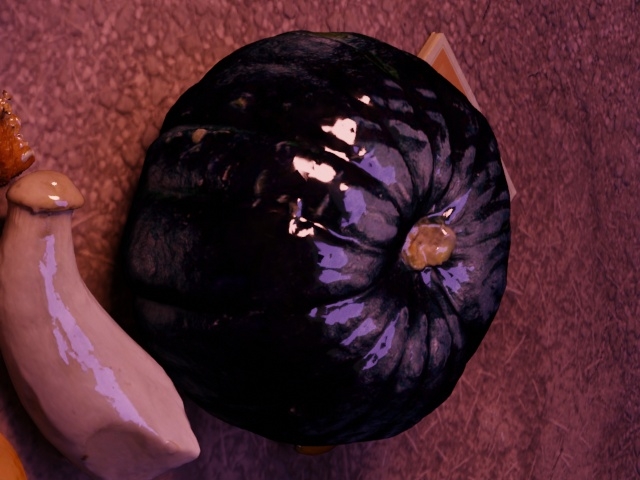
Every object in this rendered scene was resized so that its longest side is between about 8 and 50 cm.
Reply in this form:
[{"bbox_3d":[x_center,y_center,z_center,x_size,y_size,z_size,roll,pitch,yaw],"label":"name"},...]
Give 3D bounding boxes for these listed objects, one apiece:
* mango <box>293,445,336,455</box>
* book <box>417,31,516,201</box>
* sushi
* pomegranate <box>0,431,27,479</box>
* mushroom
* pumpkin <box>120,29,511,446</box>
[{"bbox_3d":[0.007,0.155,1.657,0.127,0.063,0.077,-61,142,-21],"label":"mango"},{"bbox_3d":[0.135,-0.079,1.834,0.170,0.018,0.242,-57,135,-31],"label":"book"},{"bbox_3d":[-0.257,-0.088,1.296,0.118,0.061,0.060,76,28,-54],"label":"sushi"},{"bbox_3d":[-0.303,0.203,1.129,0.248,0.248,0.248,-8,100,-52],"label":"pomegranate"},{"bbox_3d":[-0.198,0.076,1.348,0.118,0.103,0.270,-28,114,-9],"label":"mushroom"},{"bbox_3d":[0.000,0.000,1.467,0.363,0.266,0.363,-13,107,-48],"label":"pumpkin"}]
